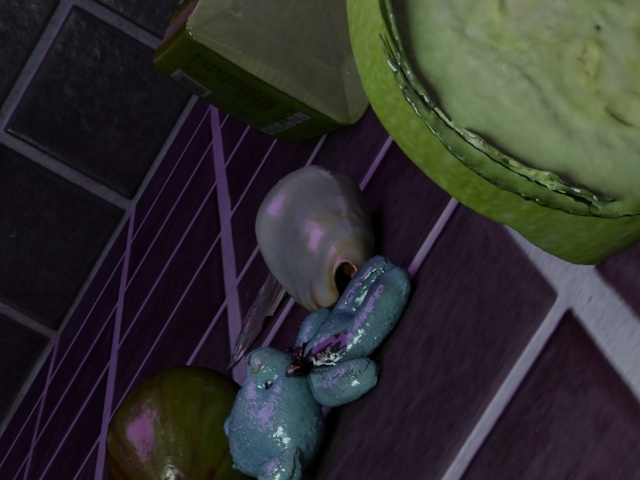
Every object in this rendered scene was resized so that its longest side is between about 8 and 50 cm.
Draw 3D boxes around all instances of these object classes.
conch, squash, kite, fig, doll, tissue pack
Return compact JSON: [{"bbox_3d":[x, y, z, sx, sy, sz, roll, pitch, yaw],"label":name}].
[{"bbox_3d":[0.008,0.007,1.358,0.104,0.094,0.176,-47,39,4],"label":"conch"},{"bbox_3d":[0.101,-0.097,0.774,0.133,0.220,0.220,-34,29,59],"label":"squash"},{"bbox_3d":[-0.032,0.036,1.575,0.229,0.016,0.127,-49,19,57],"label":"kite"},{"bbox_3d":[-0.090,0.188,1.238,0.124,0.124,0.236,-56,26,22],"label":"fig"},{"bbox_3d":[-0.010,0.084,1.174,0.180,0.075,0.120,-61,20,3],"label":"doll"},{"bbox_3d":[-0.046,-0.217,1.780,0.167,0.200,0.274,-63,11,-7],"label":"tissue pack"}]
